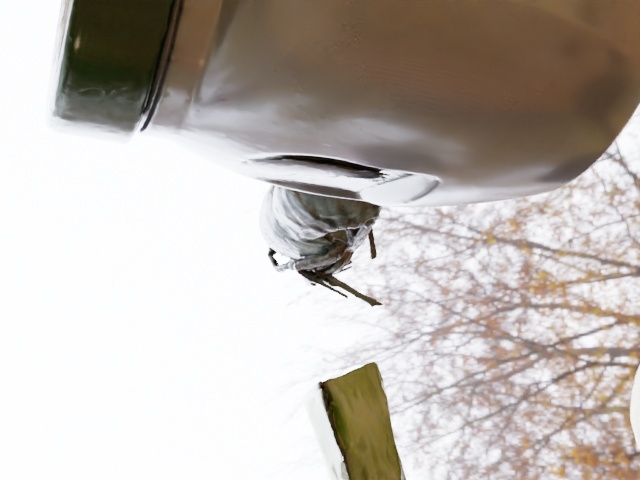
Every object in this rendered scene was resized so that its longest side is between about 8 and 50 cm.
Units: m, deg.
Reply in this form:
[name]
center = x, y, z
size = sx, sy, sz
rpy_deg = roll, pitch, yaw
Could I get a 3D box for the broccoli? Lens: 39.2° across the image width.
[broccoli]
center = 0.065, 0.309, 0.858
size = 0.221, 0.252, 0.361
rpy_deg = -18, -131, 3

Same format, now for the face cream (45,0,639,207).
[face cream]
center = 0.014, -0.143, 0.601
size = 0.356, 0.312, 0.220
rpy_deg = 10, -96, -19

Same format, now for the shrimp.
[shrimp]
center = 0.000, 0.000, 1.028
size = 0.137, 0.372, 0.172
rpy_deg = -6, -102, -2

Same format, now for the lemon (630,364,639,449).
[lemon]
center = 0.546, 0.218, 1.169
size = 0.293, 0.293, 0.293
rpy_deg = 6, -102, -29
